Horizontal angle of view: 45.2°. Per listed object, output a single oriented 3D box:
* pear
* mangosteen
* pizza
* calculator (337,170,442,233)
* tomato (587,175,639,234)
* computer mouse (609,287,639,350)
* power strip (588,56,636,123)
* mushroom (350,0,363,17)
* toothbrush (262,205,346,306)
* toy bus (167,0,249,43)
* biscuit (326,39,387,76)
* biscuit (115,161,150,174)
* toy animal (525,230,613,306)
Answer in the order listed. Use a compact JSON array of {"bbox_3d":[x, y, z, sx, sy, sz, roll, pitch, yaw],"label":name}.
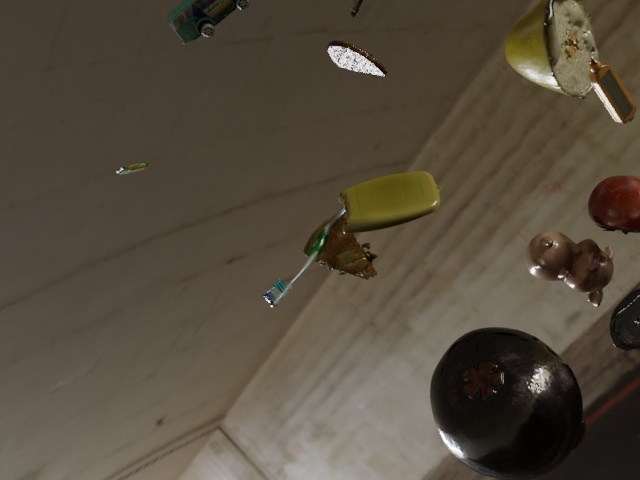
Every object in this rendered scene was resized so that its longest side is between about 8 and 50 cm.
[{"bbox_3d":[0.520,-0.446,1.791,0.178,0.267,0.267,-2,24,41],"label":"pear"},{"bbox_3d":[0.342,0.301,1.378,0.275,0.275,0.302,-47,-44,4],"label":"mangosteen"},{"bbox_3d":[0.069,0.024,1.931,0.154,0.194,0.069,-46,14,14],"label":"pizza"},{"bbox_3d":[0.155,-0.093,1.714,0.236,0.157,0.033,-14,-47,5],"label":"calculator"},{"bbox_3d":[0.796,-0.092,1.990,0.187,0.187,0.152,33,-110,-79],"label":"tomato"},{"bbox_3d":[0.702,0.175,1.718,0.172,0.099,0.057,-44,2,-15],"label":"computer mouse"},{"bbox_3d":[0.612,-0.318,1.625,0.049,0.178,0.028,-49,28,-7],"label":"power strip"},{"bbox_3d":[0.113,-0.659,1.951,0.187,0.061,0.060,-62,-5,16],"label":"mushroom"},{"bbox_3d":[0.003,0.004,1.776,0.418,0.040,0.042,-48,13,-33],"label":"toothbrush"},{"bbox_3d":[-0.274,-0.621,2.002,0.261,0.109,0.091,-35,34,12],"label":"toy bus"},{"bbox_3d":[0.084,-0.485,2.022,0.126,0.206,0.025,38,-98,-42],"label":"biscuit"},{"bbox_3d":[-0.503,-0.193,2.060,0.046,0.016,0.089,-19,2,43],"label":"biscuit"},{"bbox_3d":[0.679,0.064,2.097,0.154,0.250,0.167,-110,41,-79],"label":"toy animal"}]
